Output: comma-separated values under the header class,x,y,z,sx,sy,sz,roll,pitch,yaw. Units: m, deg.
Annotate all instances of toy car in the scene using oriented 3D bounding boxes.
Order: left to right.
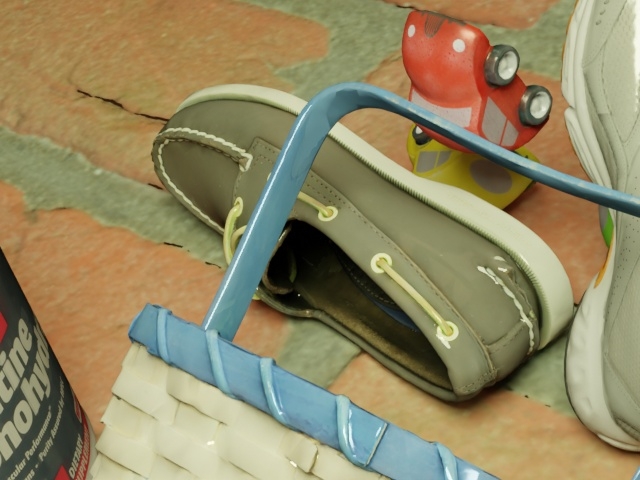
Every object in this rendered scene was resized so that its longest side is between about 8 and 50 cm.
class,x,y,z,sx,sy,sz,roll,pitch,yaw
toy car,0.139,-0.027,0.866,0.225,0.239,0.053,28,81,9

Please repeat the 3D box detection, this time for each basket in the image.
class,x,y,z,sx,sy,sz,roll,pitch,yaw
basket,0.030,0.084,0.703,0.254,0.201,0.289,27,89,38

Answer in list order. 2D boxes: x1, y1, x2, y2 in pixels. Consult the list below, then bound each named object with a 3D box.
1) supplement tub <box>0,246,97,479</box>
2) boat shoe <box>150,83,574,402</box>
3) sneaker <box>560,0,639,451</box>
class,x,y,z,sx,sy,sz,roll,pitch,yaw
supplement tub,-0.241,0.063,0.789,0.191,0.272,0.191,-10,42,9
boat shoe,-0.001,-0.003,0.902,0.305,0.109,0.091,28,53,35
sneaker,0.184,-0.020,0.744,0.099,0.262,0.121,-4,6,-17
